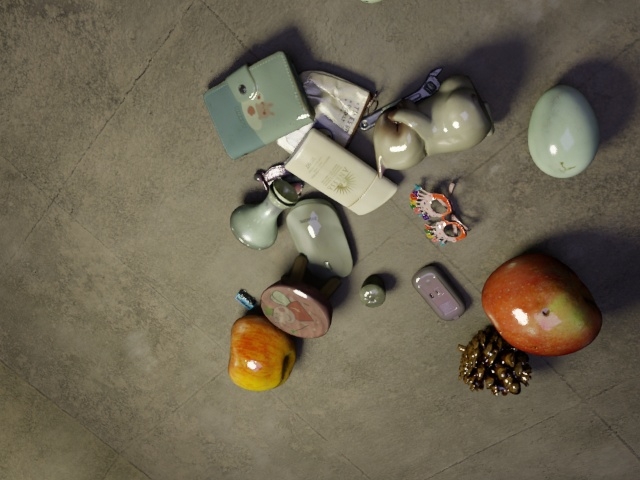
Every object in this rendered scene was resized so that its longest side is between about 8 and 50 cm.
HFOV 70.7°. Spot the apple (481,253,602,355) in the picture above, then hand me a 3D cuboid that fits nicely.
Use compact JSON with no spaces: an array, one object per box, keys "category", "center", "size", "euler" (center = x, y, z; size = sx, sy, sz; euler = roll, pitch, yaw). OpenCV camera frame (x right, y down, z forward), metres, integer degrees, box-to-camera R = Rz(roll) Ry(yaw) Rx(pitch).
[{"category":"apple","center":[0.699,0.209,1.445],"size":[0.348,0.348,0.277],"euler":[45,119,-10]}]

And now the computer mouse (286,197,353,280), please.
[{"category":"computer mouse","center":[-0.001,0.003,1.624],"size":[0.197,0.095,0.330],"euler":[-16,110,22]}]

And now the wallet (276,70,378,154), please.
[{"category":"wallet","center":[0.004,-0.384,1.457],"size":[0.275,0.068,0.335],"euler":[28,120,-1]}]

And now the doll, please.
[{"category":"doll","center":[0.324,-0.339,1.325],"size":[0.370,0.215,0.226],"euler":[-13,147,14]}]

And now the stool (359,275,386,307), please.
[{"category":"stool","center":[0.193,0.185,1.654],"size":[0.096,0.110,0.096],"euler":[4,113,10]}]

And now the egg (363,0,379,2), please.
[{"category":"egg","center":[0.129,-0.737,1.244],"size":[0.164,0.131,0.131],"euler":[36,116,1]}]

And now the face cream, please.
[{"category":"face cream","center":[0.069,-0.210,1.481],"size":[0.349,0.081,0.173],"euler":[31,126,-18]}]

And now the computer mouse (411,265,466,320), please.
[{"category":"computer mouse","center":[0.430,0.191,1.640],"size":[0.120,0.057,0.232],"euler":[-38,100,23]}]

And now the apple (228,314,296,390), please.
[{"category":"apple","center":[-0.223,0.443,1.762],"size":[0.302,0.301,0.301],"euler":[4,114,9]}]

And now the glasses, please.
[{"category":"glasses","center":[0.399,-0.095,1.520],"size":[0.162,0.095,0.255],"euler":[-12,115,46]}]

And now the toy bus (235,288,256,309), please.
[{"category":"toy bus","center":[-0.301,0.238,1.815],"size":[0.083,0.038,0.046],"euler":[41,118,-7]}]

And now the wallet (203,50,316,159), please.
[{"category":"wallet","center":[-0.207,-0.429,1.438],"size":[0.360,0.083,0.252],"euler":[-18,103,31]}]

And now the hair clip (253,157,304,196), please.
[{"category":"hair clip","center":[-0.124,-0.203,1.582],"size":[0.187,0.056,0.146],"euler":[-17,111,27]}]

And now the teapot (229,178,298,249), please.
[{"category":"teapot","center":[-0.189,-0.092,1.559],"size":[0.183,0.183,0.251],"euler":[41,119,-8]}]

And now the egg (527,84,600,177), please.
[{"category":"egg","center":[0.694,-0.310,1.293],"size":[0.183,0.183,0.264],"euler":[-10,106,15]}]

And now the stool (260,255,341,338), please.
[{"category":"stool","center":[-0.066,0.210,1.650],"size":[0.272,0.178,0.272],"euler":[14,135,14]}]

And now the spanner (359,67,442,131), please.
[{"category":"spanner","center":[0.259,-0.434,1.415],"size":[0.316,0.024,0.087],"euler":[-23,106,21]}]

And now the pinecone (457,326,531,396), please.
[{"category":"pinecone","center":[0.622,0.433,1.619],"size":[0.257,0.243,0.243],"euler":[-2,113,7]}]
